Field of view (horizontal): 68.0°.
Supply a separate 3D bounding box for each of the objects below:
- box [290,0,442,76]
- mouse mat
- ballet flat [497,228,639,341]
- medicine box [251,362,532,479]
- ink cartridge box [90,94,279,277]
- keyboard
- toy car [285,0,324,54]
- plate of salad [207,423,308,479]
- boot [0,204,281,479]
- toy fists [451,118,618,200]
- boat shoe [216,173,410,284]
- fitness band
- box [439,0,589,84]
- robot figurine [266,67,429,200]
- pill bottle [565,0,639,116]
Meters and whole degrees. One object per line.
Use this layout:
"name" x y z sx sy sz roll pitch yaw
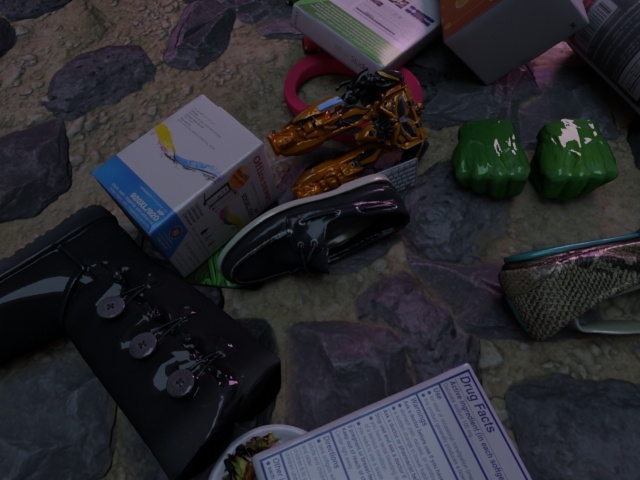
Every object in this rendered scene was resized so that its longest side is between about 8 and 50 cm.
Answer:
"box" 0.123 -0.481 1.021 0.232 0.058 0.322 40 57 10
"mouse mat" -0.163 -0.001 0.871 0.152 0.007 0.190 5 64 6
"ballet flat" 0.526 0.039 0.744 0.482 0.164 0.182 -20 84 -1
"medicine box" 0.100 0.332 0.559 0.289 0.149 0.264 -19 65 -11
"ink cartridge box" -0.219 -0.094 0.822 0.168 0.171 0.232 40 72 22
"keyboard" 0.061 -0.080 0.861 0.256 0.072 0.014 -22 59 -8
"toy car" -0.007 -0.564 1.130 0.225 0.053 0.239 41 71 21
"plate of salad" -0.065 0.358 0.652 0.199 0.048 0.200 -2 63 3
"boot" -0.330 0.191 0.714 0.445 0.146 0.367 38 72 16
"toy fists" 0.382 -0.140 0.863 0.279 0.096 0.142 3 52 6
"boat shoe" 0.001 0.002 0.792 0.340 0.127 0.113 -22 53 -19
"fitness band" 0.067 -0.300 0.992 0.290 0.054 0.209 17 62 11
"box" 0.375 -0.541 0.978 0.168 0.215 0.345 24 55 -35
"robot figurine" 0.064 -0.183 0.865 0.291 0.085 0.211 -26 106 -2
"pill bottle" 0.656 -0.350 0.890 0.210 0.210 0.363 -22 64 -8
